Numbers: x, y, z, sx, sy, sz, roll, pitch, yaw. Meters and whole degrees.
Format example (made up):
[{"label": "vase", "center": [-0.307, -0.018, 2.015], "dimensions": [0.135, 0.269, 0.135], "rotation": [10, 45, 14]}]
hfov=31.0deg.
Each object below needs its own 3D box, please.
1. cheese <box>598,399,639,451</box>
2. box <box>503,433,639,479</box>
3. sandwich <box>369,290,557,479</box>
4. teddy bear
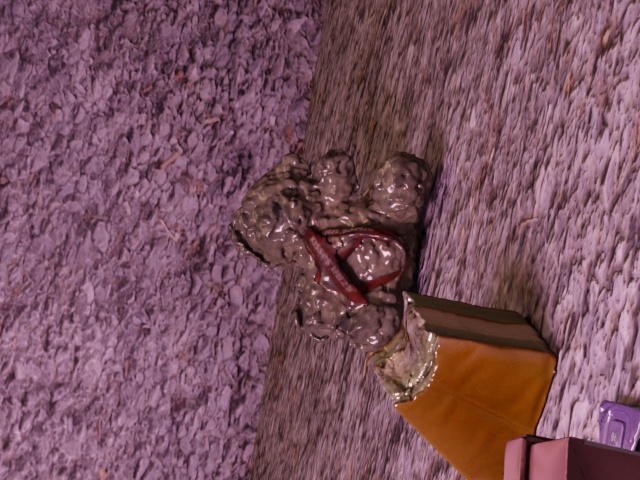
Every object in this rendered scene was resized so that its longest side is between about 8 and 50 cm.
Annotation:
[{"label": "cheese", "center": [0.297, 0.263, 1.194], "dimensions": [0.105, 0.042, 0.191], "rotation": [173, 109, -76]}, {"label": "box", "center": [0.257, 0.284, 0.959], "dimensions": [0.086, 0.215, 0.215], "rotation": [-34, 45, 60]}, {"label": "sandwich", "center": [0.163, 0.203, 1.490], "dimensions": [0.155, 0.198, 0.227], "rotation": [-114, 37, -69]}, {"label": "teddy bear", "center": [0.000, 0.000, 2.049], "dimensions": [0.224, 0.367, 0.357], "rotation": [21, -99, -78]}]
